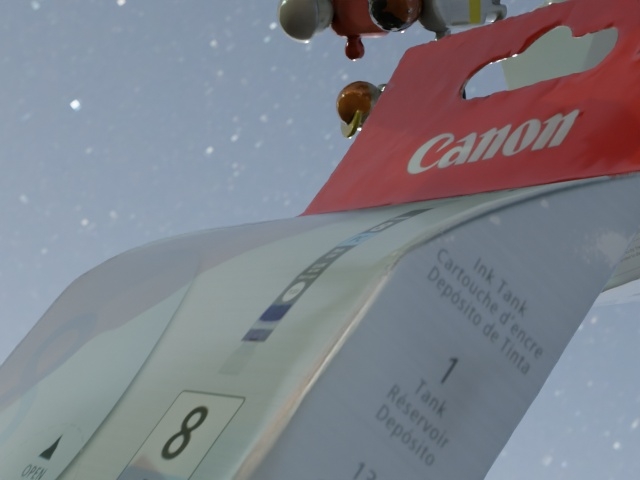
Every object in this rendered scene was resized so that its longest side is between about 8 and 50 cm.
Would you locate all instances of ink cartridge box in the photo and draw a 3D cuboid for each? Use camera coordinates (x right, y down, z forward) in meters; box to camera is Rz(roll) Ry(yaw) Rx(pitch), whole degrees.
[{"bbox_3d":[0.000,0.000,0.637,0.091,0.385,0.308,43,-23,-21],"label":"ink cartridge box"}]

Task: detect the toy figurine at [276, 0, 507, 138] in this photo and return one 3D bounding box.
[{"bbox_3d":[0.061,-0.226,1.381,0.209,0.148,0.213,67,-30,31],"label":"toy figurine"}]

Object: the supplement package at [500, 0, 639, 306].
[{"bbox_3d":[0.192,-0.061,0.848,0.105,0.105,0.179,-28,-110,53],"label":"supplement package"}]
